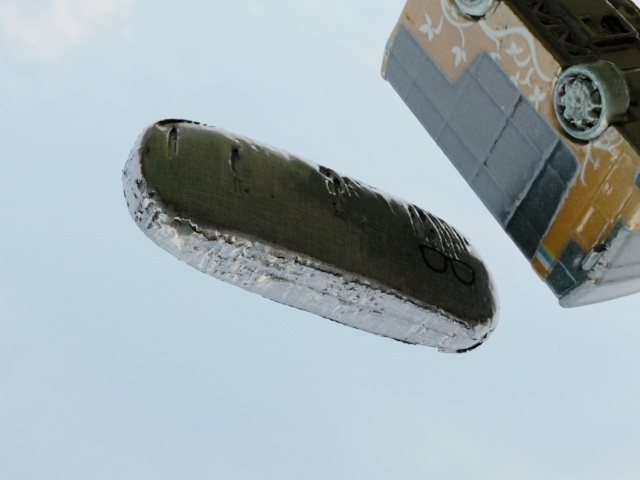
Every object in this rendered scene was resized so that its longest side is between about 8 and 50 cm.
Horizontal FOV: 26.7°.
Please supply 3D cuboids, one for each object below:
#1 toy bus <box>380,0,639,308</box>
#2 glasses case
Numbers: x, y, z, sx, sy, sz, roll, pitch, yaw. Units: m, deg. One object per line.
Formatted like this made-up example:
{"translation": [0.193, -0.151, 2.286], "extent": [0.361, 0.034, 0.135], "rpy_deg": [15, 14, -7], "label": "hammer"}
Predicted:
{"translation": [0.175, -0.095, 0.963], "extent": [0.138, 0.167, 0.275], "rpy_deg": [-12, -128, -35], "label": "toy bus"}
{"translation": [0.000, 0.000, 0.889], "extent": [0.282, 0.067, 0.109], "rpy_deg": [22, -144, -26], "label": "glasses case"}
